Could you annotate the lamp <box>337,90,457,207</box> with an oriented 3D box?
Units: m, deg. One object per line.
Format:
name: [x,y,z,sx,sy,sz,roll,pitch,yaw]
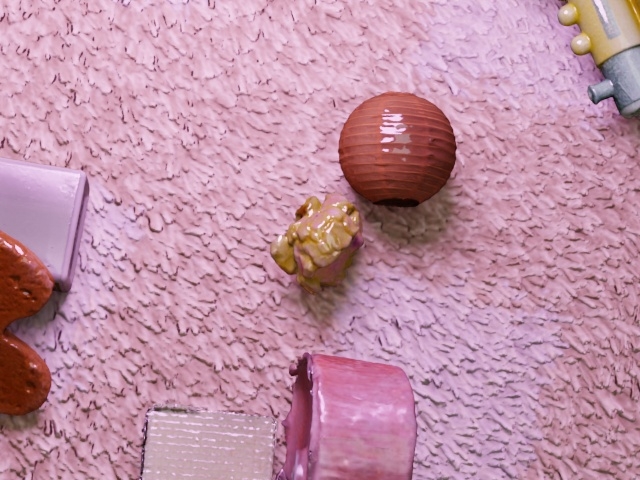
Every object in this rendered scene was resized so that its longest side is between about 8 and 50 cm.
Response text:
lamp: [0.087,-0.103,1.385,0.136,0.136,0.136,2,76,-7]

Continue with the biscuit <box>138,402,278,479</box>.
biscuit: [-0.121,0.300,1.295,0.147,0.046,0.250,4,69,-6]

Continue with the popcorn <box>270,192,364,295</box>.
popcorn: [0.002,-0.001,1.368,0.089,0.097,0.109,39,84,6]

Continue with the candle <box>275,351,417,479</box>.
candle: [0.022,0.243,1.252,0.131,0.287,0.317,7,119,-8]

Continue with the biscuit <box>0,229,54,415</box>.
biscuit: [-0.344,0.082,1.283,0.186,0.036,0.192,31,112,-9]

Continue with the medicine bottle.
medicine bottle: [-0.355,-0.024,1.331,0.189,0.088,0.132,10,78,-5]

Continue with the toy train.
toy train: [0.368,-0.297,1.470,0.237,0.150,0.369,-21,80,-3]
